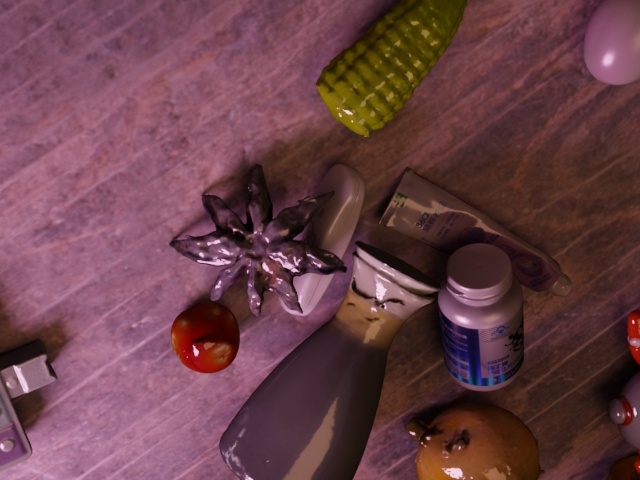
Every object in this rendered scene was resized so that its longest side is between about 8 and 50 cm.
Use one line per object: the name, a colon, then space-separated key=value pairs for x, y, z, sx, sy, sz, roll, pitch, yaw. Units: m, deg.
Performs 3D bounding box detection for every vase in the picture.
vase: x=0.022 y=0.167 z=1.386 sx=0.173 sy=0.173 sz=0.321 roll=26 pitch=99 yaw=-28

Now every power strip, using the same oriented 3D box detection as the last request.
power strip: x=-0.385 y=0.166 z=1.301 sx=0.145 sy=0.061 sz=0.215 roll=-22 pitch=121 yaw=-16

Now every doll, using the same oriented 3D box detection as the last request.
doll: x=0.505 y=0.184 z=1.606 sx=0.200 sy=0.105 sz=0.336 roll=2 pitch=107 yaw=-23

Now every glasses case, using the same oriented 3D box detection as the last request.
glasses case: x=0.000 y=0.000 z=1.342 sx=0.049 sy=0.074 sz=0.193 roll=16 pitch=109 yaw=-29

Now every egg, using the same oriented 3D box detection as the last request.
egg: x=0.373 y=-0.250 z=1.338 sx=0.103 sy=0.103 sz=0.135 roll=22 pitch=107 yaw=-27

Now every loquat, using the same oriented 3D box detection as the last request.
loquat: x=0.207 y=0.301 z=1.527 sx=0.204 sy=0.149 sz=0.172 roll=29 pitch=129 yaw=4

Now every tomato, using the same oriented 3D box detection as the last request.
tomato: x=-0.137 y=0.121 z=1.352 sx=0.087 sy=0.075 sz=0.087 roll=-10 pitch=120 yaw=-18

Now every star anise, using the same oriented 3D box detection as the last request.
star anise: x=-0.068 y=0.002 z=1.290 sx=0.204 sy=0.061 sz=0.180 roll=27 pitch=91 yaw=9

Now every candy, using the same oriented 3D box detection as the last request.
candy: x=0.088 y=-0.215 z=1.261 sx=0.209 sy=0.097 sz=0.097 roll=-47 pitch=121 yaw=2

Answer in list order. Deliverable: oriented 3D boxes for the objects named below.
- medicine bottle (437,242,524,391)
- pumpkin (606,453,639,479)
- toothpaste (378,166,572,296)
medicine bottle: x=0.205 y=0.097 z=1.420 sx=0.107 sy=0.107 sz=0.191 roll=-21 pitch=136 yaw=-9
pumpkin: x=0.587 y=0.450 z=1.679 sx=0.325 sy=0.242 sz=0.232 roll=-7 pitch=109 yaw=-13
toothpaste: x=0.209 y=0.004 z=1.437 sx=0.301 sy=0.048 sz=0.075 roll=27 pitch=114 yaw=-26
